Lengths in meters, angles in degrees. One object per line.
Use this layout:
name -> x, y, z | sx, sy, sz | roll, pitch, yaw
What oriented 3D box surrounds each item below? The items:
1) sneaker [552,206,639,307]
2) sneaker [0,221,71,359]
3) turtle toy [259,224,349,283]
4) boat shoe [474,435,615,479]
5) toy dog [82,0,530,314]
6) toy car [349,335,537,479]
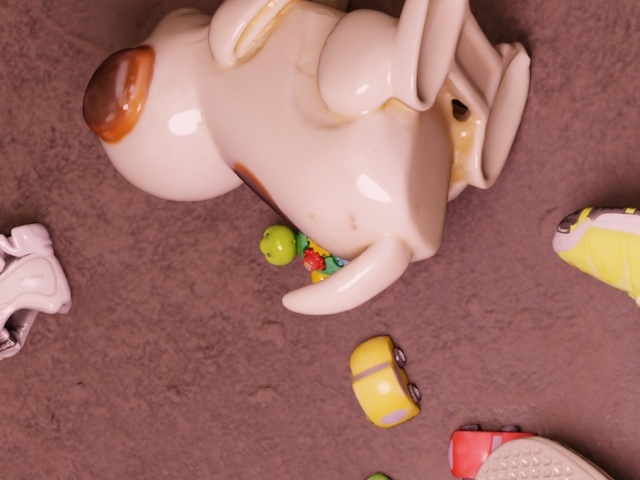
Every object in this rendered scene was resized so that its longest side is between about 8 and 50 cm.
sneaker -> 0.396, 0.072, 1.833 | 0.384, 0.145, 0.147 | 21, 93, 22
sneaker -> -0.413, 0.099, 2.163 | 0.292, 0.110, 0.118 | -34, 84, 16
turtle toy -> 0.000, 0.000, 2.029 | 0.130, 0.066, 0.095 | -9, 82, 20
boat shoe -> 0.333, 0.393, 1.827 | 0.500, 0.156, 0.187 | 46, 104, 25
toy dog -> -0.036, -0.121, 1.951 | 0.408, 0.284, 0.395 | 10, 81, 29
toy car -> 0.084, 0.244, 1.984 | 0.239, 0.053, 0.225 | 34, 98, 20
